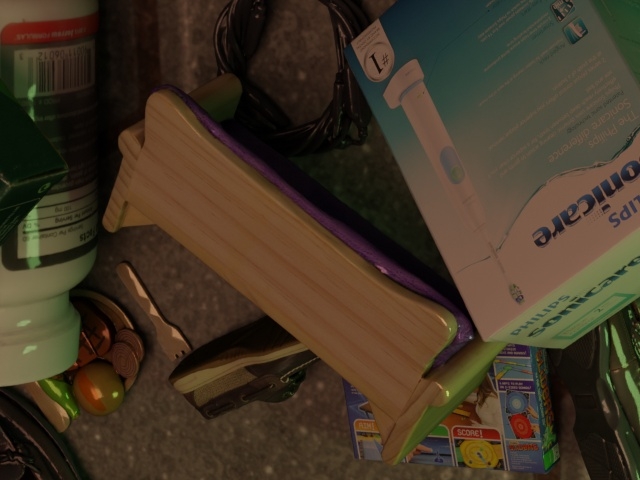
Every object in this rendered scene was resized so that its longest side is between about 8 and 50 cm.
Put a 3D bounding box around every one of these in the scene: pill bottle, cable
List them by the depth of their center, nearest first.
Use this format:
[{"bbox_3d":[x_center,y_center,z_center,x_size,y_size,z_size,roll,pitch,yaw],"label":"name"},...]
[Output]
[{"bbox_3d":[-0.027,-0.167,1.444,0.151,0.047,0.184,1,111,24],"label":"cable"},{"bbox_3d":[-0.312,-0.061,1.476,0.210,0.210,0.362,8,107,17],"label":"pill bottle"}]

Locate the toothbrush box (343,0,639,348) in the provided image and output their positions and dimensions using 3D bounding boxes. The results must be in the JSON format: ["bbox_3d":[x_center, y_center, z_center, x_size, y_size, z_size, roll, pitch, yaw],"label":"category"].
[{"bbox_3d":[0.179,-0.092,1.268,0.216,0.126,0.295,-40,60,30],"label":"toothbrush box"}]

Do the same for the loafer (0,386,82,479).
[{"bbox_3d":[-0.306,0.262,1.639,0.302,0.095,0.109,47,118,1],"label":"loafer"}]

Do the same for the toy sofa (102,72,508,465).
[{"bbox_3d":[0.000,0.000,1.359,0.362,0.150,0.177,38,133,16],"label":"toy sofa"}]

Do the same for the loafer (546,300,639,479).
[{"bbox_3d":[0.260,0.106,1.413,0.096,0.084,0.267,5,112,63],"label":"loafer"}]

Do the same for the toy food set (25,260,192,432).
[{"bbox_3d":[-0.238,0.113,1.601,0.192,0.038,0.132,-33,93,25],"label":"toy food set"}]

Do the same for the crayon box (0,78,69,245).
[{"bbox_3d":[-0.382,-0.114,1.330,0.203,0.083,0.323,-44,79,31],"label":"crayon box"}]

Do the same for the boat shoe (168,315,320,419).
[{"bbox_3d":[-0.047,0.117,1.513,0.224,0.080,0.073,-22,112,36],"label":"boat shoe"}]

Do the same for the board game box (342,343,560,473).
[{"bbox_3d":[0.115,0.141,1.466,0.201,0.035,0.136,0,107,32],"label":"board game box"}]
